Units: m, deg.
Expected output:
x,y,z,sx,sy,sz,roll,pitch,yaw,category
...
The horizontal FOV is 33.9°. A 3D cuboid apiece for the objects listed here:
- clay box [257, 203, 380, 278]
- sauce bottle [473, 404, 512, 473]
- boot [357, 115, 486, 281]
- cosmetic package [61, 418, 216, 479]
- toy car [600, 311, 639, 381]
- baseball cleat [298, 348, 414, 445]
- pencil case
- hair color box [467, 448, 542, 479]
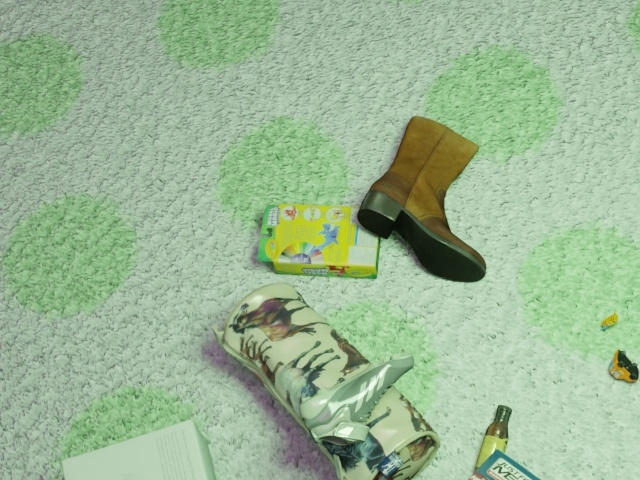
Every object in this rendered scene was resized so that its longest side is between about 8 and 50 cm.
x,y,z,sx,sy,sz,roll,pitch,yaw,category
0.000,0.000,1.953,0.221,0.053,0.128,3,62,9,clay box
0.291,0.336,1.744,0.042,0.042,0.128,16,67,15,sauce bottle
0.231,-0.079,1.960,0.264,0.096,0.280,27,53,9,boot
-0.276,0.443,1.707,0.224,0.138,0.224,-18,61,-1,cosmetic package
0.514,0.190,1.807,0.040,0.060,0.122,-38,32,36,toy car
0.069,0.253,1.635,0.205,0.072,0.109,-23,76,-15,baseball cleat
0.002,0.251,1.760,0.183,0.160,0.410,-30,61,-31,pencil case
0.190,0.485,1.540,0.105,0.174,0.347,33,50,26,hair color box
